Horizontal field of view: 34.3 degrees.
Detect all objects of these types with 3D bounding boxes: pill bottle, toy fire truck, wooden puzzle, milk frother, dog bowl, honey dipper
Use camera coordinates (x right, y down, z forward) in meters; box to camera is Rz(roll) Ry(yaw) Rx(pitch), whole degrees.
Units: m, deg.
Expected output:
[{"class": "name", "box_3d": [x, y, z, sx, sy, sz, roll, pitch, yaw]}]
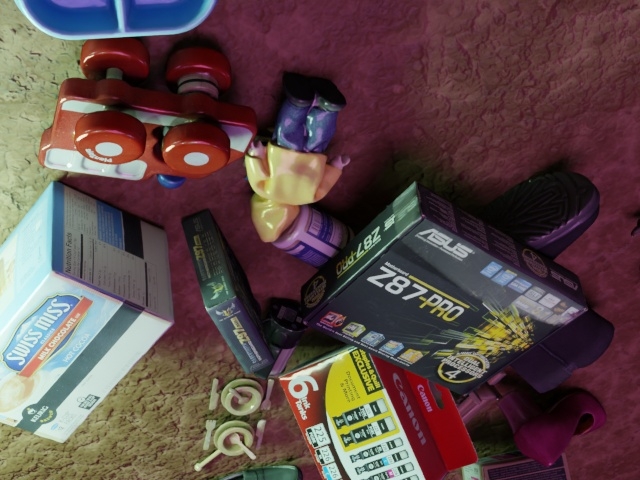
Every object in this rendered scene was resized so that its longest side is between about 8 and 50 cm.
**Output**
[{"class": "pill bottle", "box_3d": [0.000, 0.000, 1.813, 0.169, 0.094, 0.094, 30, 119, -34]}, {"class": "toy fire truck", "box_3d": [-0.262, -0.165, 1.571, 0.302, 0.169, 0.254, 7, 154, -19]}, {"class": "wooden puzzle", "box_3d": [-0.084, -0.142, 1.715, 0.078, 0.014, 0.116, 3, 131, -17]}, {"class": "milk frother", "box_3d": [-0.115, 0.176, 1.961, 0.143, 0.129, 0.135, 36, 126, 12]}, {"class": "dog bowl", "box_3d": [-0.273, -0.353, 1.404, 0.297, 0.074, 0.166, -5, 118, -10]}, {"class": "honey dipper", "box_3d": [-0.216, 0.453, 2.224, 0.030, 0.030, 0.160, 31, 120, -35]}]

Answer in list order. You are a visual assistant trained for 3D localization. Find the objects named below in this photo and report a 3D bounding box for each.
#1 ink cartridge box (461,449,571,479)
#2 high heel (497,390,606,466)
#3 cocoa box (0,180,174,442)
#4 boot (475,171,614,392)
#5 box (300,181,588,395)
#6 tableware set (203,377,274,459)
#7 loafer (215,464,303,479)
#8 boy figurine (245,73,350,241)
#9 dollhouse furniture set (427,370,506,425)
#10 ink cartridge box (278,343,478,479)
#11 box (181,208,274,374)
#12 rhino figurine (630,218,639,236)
[{"class": "ink cartridge box", "box_3d": [0.438, 0.528, 2.341, 0.193, 0.088, 0.235, -9, 172, -6]}, {"class": "high heel", "box_3d": [0.540, 0.430, 2.260, 0.377, 0.181, 0.127, 10, 128, -40]}, {"class": "cocoa box", "box_3d": [-0.436, 0.122, 1.719, 0.228, 0.231, 0.347, 27, 120, -32]}, {"class": "boot", "box_3d": [0.449, 0.094, 1.975, 0.367, 0.146, 0.445, -28, 130, 26]}, {"class": "box", "box_3d": [0.212, 0.099, 1.804, 0.395, 0.097, 0.318, 28, 126, -28]}, {"class": "tableware set", "box_3d": [-0.166, 0.370, 2.126, 0.128, 0.039, 0.194, 3, 119, -17]}, {"class": "loafer", "box_3d": [-0.149, 0.543, 2.291, 0.223, 0.076, 0.078, -17, 142, 6]}, {"class": "boy figurine", "box_3d": [-0.041, -0.122, 1.677, 0.177, 0.092, 0.285, 2, 128, -22]}, {"class": "dollhouse furniture set", "box_3d": [0.272, 0.300, 2.198, 0.303, 0.174, 0.355, -45, 154, 18]}, {"class": "ink cartridge box", "box_3d": [0.113, 0.343, 1.984, 0.271, 0.309, 0.130, -26, 177, 24]}, {"class": "box", "box_3d": [-0.158, 0.085, 1.755, 0.059, 0.233, 0.183, -24, 134, 0]}, {"class": "rhino figurine", "box_3d": [0.703, -0.024, 1.963, 0.243, 0.106, 0.073, -5, 133, -10]}]
